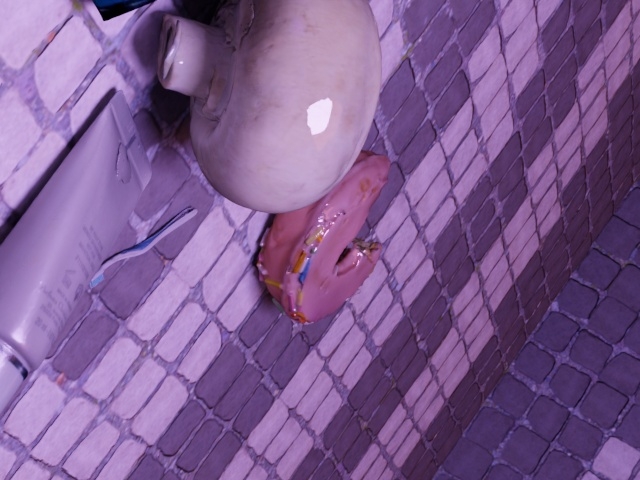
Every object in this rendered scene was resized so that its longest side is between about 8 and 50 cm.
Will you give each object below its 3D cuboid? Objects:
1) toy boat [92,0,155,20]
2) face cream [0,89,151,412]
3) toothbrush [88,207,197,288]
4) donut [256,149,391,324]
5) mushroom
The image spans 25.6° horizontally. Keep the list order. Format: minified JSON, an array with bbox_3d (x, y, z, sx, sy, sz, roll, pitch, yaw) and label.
[{"bbox_3d":[-0.083,-0.278,1.203,0.299,0.134,0.092,-34,110,-41],"label":"toy boat"},{"bbox_3d":[-0.242,0.021,1.262,0.314,0.089,0.143,-57,158,-24],"label":"face cream"},{"bbox_3d":[-0.181,0.003,1.444,0.162,0.014,0.017,-39,136,-39],"label":"toothbrush"},{"bbox_3d":[0.000,0.000,1.717,0.199,0.085,0.233,-42,152,-36],"label":"donut"},{"bbox_3d":[-0.054,-0.152,1.290,0.246,0.202,0.246,-163,-90,-71],"label":"mushroom"}]
